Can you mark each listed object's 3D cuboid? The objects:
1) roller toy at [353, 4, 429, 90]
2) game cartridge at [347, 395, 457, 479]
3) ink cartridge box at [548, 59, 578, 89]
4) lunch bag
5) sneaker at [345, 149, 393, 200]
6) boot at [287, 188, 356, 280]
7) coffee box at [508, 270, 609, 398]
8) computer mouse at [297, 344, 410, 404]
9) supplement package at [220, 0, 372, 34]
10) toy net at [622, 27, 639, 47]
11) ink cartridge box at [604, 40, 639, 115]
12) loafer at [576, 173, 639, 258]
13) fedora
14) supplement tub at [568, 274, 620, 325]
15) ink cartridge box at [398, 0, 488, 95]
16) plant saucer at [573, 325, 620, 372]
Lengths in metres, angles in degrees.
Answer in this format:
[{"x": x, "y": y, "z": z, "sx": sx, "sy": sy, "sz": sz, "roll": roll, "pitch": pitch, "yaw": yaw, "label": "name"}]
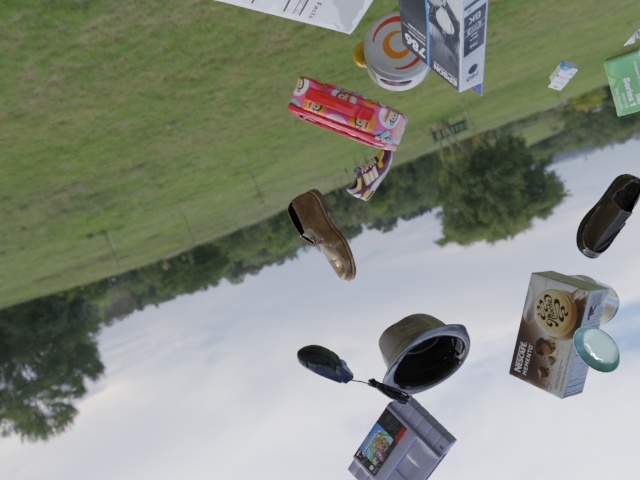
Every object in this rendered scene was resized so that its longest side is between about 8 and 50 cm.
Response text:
[{"x": 0.213, "y": -0.514, "z": 1.647, "sx": 0.209, "sy": 0.191, "sz": 0.146, "roll": -38, "pitch": 175, "yaw": 5, "label": "roller toy"}, {"x": 0.243, "y": 0.674, "z": 1.885, "sx": 0.068, "sy": 0.230, "sz": 0.355, "roll": -5, "pitch": 128, "yaw": -55, "label": "game cartridge"}, {"x": 0.717, "y": -0.490, "z": 1.781, "sx": 0.048, "sy": 0.028, "sz": 0.083, "roll": 10, "pitch": 144, "yaw": -15, "label": "ink cartridge box"}, {"x": 0.071, "y": -0.328, "z": 1.534, "sx": 0.293, "sy": 0.120, "sz": 0.258, "roll": 23, "pitch": -170, "yaw": 12, "label": "lunch bag"}, {"x": 0.149, "y": -0.212, "z": 1.823, "sx": 0.083, "sy": 0.186, "sz": 0.070, "roll": 21, "pitch": -160, "yaw": -20, "label": "sneaker"}, {"x": 0.000, "y": 0.000, "z": 1.814, "sx": 0.115, "sy": 0.305, "sz": 0.112, "roll": -27, "pitch": 176, "yaw": -39, "label": "boot"}, {"x": 0.633, "y": 0.247, "z": 1.604, "sx": 0.118, "sy": 0.298, "sz": 0.168, "roll": 0, "pitch": -165, "yaw": -41, "label": "coffee box"}, {"x": 0.065, "y": 0.237, "z": 1.068, "sx": 0.242, "sy": 0.041, "sz": 0.071, "roll": 26, "pitch": -179, "yaw": -24, "label": "computer mouse"}, {"x": -0.045, "y": -0.523, "z": 1.070, "sx": 0.292, "sy": 0.178, "sz": 0.175, "roll": 5, "pitch": 155, "yaw": -24, "label": "supplement package"}, {"x": 0.861, "y": -0.562, "z": 1.539, "sx": 0.122, "sy": 0.045, "sz": 0.232, "roll": -35, "pitch": 163, "yaw": -47, "label": "toy net"}, {"x": 0.710, "y": -0.348, "z": 1.137, "sx": 0.278, "sy": 0.117, "sz": 0.201, "roll": -12, "pitch": -166, "yaw": 37, "label": "ink cartridge box"}, {"x": 0.658, "y": -0.061, "z": 1.360, "sx": 0.220, "sy": 0.080, "sz": 0.078, "roll": -61, "pitch": 174, "yaw": -2, "label": "loafer"}, {"x": 0.241, "y": 0.270, "z": 1.505, "sx": 0.275, "sy": 0.244, "sz": 0.124, "roll": -4, "pitch": -142, "yaw": -30, "label": "fedora"}, {"x": 0.841, "y": 0.188, "z": 1.904, "sx": 0.199, "sy": 0.145, "sz": 0.144, "roll": 18, "pitch": 156, "yaw": -39, "label": "supplement tub"}, {"x": 0.205, "y": -0.372, "z": 1.016, "sx": 0.065, "sy": 0.165, "sz": 0.333, "roll": -39, "pitch": 154, "yaw": -4, "label": "ink cartridge box"}, {"x": 0.651, "y": 0.251, "z": 1.404, "sx": 0.021, "sy": 0.120, "sz": 0.119, "roll": -24, "pitch": -176, "yaw": -27, "label": "plant saucer"}]
